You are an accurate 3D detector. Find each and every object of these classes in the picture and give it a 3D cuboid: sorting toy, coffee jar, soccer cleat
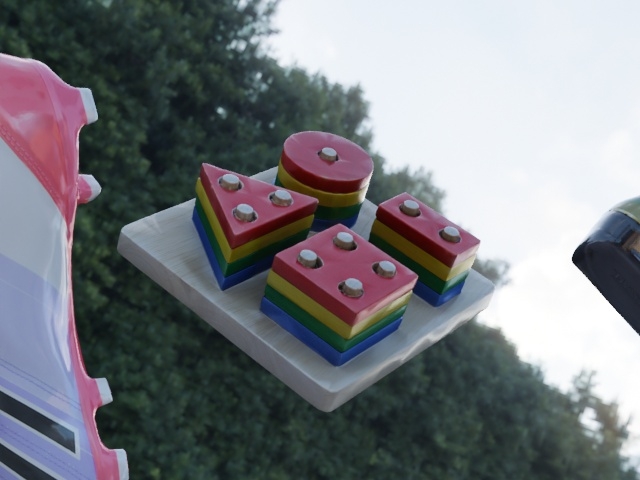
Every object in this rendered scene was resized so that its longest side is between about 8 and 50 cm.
[{"bbox_3d":[0.000,0.000,1.014,0.255,0.257,0.089,35,-53,25],"label":"sorting toy"},{"bbox_3d":[0.254,-0.018,0.717,0.096,0.184,0.079,50,-8,9],"label":"coffee jar"},{"bbox_3d":[-0.140,0.045,0.470,0.095,0.248,0.083,-7,13,-32],"label":"soccer cleat"}]
